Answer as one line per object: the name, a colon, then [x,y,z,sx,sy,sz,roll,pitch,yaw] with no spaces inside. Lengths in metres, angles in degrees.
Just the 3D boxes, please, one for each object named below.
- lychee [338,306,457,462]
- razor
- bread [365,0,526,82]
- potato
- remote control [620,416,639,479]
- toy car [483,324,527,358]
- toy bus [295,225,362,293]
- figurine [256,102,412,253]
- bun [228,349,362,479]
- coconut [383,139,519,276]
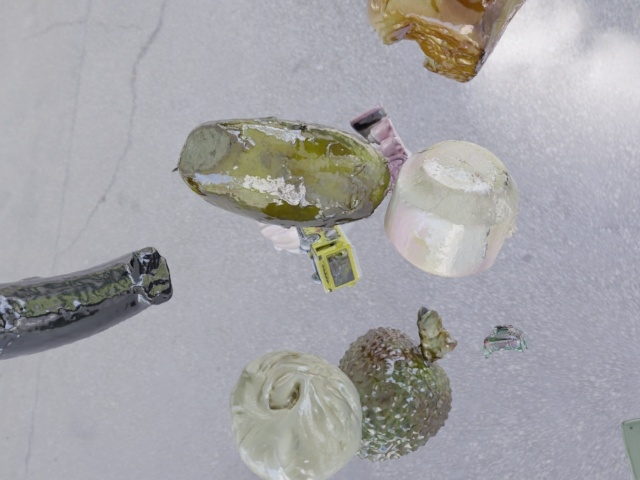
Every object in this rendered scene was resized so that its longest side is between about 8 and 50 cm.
lychee: [0.152,0.311,1.317,0.319,0.270,0.270,-33,62,-9]
razor: [-0.375,0.094,0.885,0.189,0.326,0.107,-14,92,41]
bread: [0.162,-0.322,0.562,0.148,0.195,0.344,31,96,7]
potato: [-0.041,-0.073,0.707,0.149,0.251,0.113,138,130,-63]
remote control: [0.561,0.276,0.836,0.285,0.038,0.124,-26,51,33]
toy car: [0.336,0.180,1.140,0.069,0.142,0.055,-10,83,21]
toy bus: [0.000,0.000,1.017,0.074,0.081,0.226,-18,26,-5]
figurine: [0.029,-0.103,1.285,0.361,0.211,0.253,-23,32,6]
bun: [-0.028,0.210,0.790,0.183,0.102,0.184,3,52,-4]
coconut: [0.169,-0.029,0.820,0.170,0.183,0.171,1,45,-1]
